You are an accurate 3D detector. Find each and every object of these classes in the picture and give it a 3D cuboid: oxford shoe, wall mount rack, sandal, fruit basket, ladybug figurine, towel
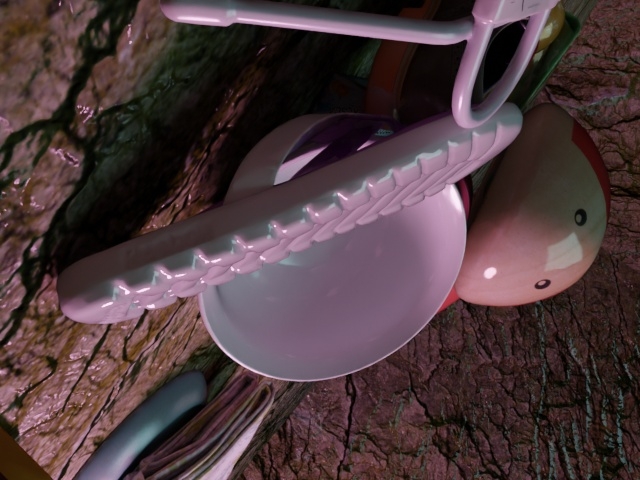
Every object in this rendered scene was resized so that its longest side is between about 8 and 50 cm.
[{"bbox_3d":[0.178,-0.248,0.706,0.364,0.132,0.130,-62,159,-23],"label":"oxford shoe"},{"bbox_3d":[0.076,-0.227,0.351,0.304,0.130,0.350,-31,145,-43],"label":"wall mount rack"},{"bbox_3d":[-0.019,-0.052,0.526,0.416,0.102,0.169,-23,172,-13],"label":"sandal"},{"bbox_3d":[0.253,-0.293,0.939,0.327,0.165,0.353,-54,163,7],"label":"fruit basket"},{"bbox_3d":[0.317,-0.045,0.956,0.305,0.161,0.449,-69,171,22],"label":"ladybug figurine"},{"bbox_3d":[-0.233,0.416,1.068,0.320,0.090,0.375,-34,158,-54],"label":"towel"}]

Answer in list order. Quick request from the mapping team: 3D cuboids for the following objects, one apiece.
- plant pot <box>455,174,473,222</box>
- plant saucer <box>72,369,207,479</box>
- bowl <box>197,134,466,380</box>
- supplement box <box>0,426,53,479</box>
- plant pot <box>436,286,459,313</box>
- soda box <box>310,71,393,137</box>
[{"bbox_3d":[0.102,-0.035,0.884,0.201,0.201,0.180,-61,180,34],"label":"plant pot"},{"bbox_3d":[-0.278,0.339,0.991,0.318,0.043,0.318,-49,167,-16],"label":"plant saucer"},{"bbox_3d":[0.000,0.000,0.715,0.297,0.134,0.298,-11,123,-16],"label":"bowl"},{"bbox_3d":[-0.284,0.209,0.396,0.191,0.129,0.194,-42,164,-41],"label":"supplement box"},{"bbox_3d":[0.103,0.070,1.188,0.243,0.275,0.275,-39,164,-20],"label":"plant pot"},{"bbox_3d":[0.057,-0.159,0.777,0.058,0.063,0.183,-60,165,19],"label":"soda box"}]
